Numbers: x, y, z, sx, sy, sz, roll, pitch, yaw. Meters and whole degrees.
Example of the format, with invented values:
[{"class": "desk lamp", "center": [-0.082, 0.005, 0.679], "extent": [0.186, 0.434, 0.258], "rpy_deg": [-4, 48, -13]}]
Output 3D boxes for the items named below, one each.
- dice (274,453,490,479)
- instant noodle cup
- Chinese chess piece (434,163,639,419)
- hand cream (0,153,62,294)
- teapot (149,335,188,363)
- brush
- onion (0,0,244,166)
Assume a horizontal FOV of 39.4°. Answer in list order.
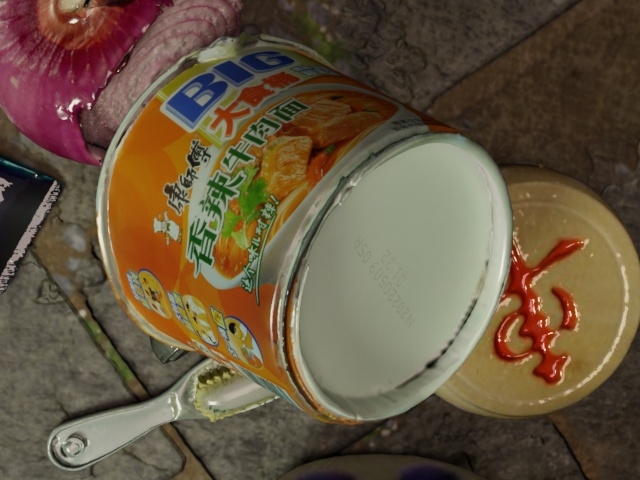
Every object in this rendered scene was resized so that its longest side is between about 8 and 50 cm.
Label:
[{"class": "dice", "center": [0.072, 0.356, 0.814], "extent": [0.243, 0.251, 0.259], "rpy_deg": [-3, 99, -8]}, {"class": "instant noodle cup", "center": [0.000, 0.000, 0.708], "extent": [0.296, 0.214, 0.296], "rpy_deg": [-19, 121, -35]}, {"class": "Chinese chess piece", "center": [0.187, 0.051, 0.866], "extent": [0.251, 0.097, 0.250], "rpy_deg": [-1, 98, -10]}, {"class": "hand cream", "center": [-0.375, -0.063, 0.781], "extent": [0.271, 0.061, 0.120], "rpy_deg": [30, 88, -20]}, {"class": "teapot", "center": [-0.127, 0.070, 0.839], "extent": [0.088, 0.066, 0.057], "rpy_deg": [-36, 85, -25]}, {"class": "brush", "center": [-0.117, 0.155, 0.848], "extent": [0.297, 0.060, 0.068], "rpy_deg": [-22, 104, -6]}, {"class": "onion", "center": [-0.182, -0.176, 0.735], "extent": [0.201, 0.200, 0.207], "rpy_deg": [19, 115, -12]}]
